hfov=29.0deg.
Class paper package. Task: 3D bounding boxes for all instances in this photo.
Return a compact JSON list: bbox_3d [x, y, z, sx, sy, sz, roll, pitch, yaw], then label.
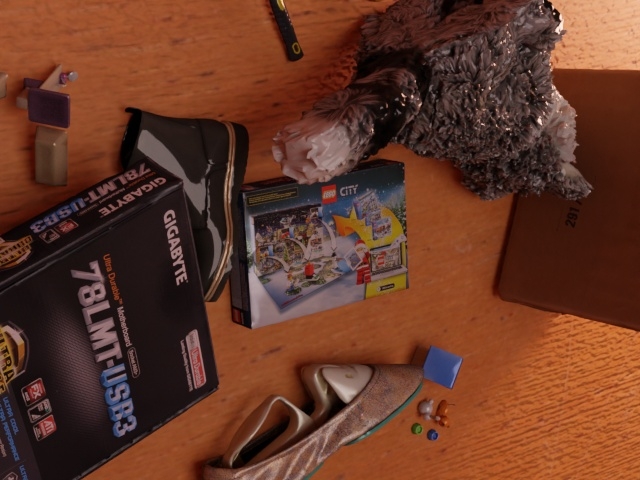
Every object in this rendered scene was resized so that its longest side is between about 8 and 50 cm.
[{"bbox_3d":[0.414,-0.044,1.580,0.168,0.309,0.324,12,90,-38],"label":"paper package"}]

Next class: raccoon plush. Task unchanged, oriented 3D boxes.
[{"bbox_3d":[0.129,-0.102,1.433,0.446,0.216,0.299,-34,122,-24],"label":"raccoon plush"}]

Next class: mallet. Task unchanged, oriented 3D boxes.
[{"bbox_3d":[-0.063,-0.279,1.354,0.062,0.039,0.189,-30,120,-30],"label":"mallet"}]

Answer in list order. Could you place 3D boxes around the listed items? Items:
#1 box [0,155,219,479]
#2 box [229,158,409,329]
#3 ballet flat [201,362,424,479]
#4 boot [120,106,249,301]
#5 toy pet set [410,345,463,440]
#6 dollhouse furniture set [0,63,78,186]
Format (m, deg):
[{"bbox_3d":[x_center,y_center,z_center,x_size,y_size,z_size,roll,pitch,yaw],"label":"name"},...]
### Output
[{"bbox_3d":[-0.246,0.106,1.213,0.293,0.073,0.295,-30,137,-28],"label":"box"},{"bbox_3d":[0.000,0.000,1.447,0.233,0.044,0.159,-12,106,-34],"label":"box"},{"bbox_3d":[-0.009,0.210,1.452,0.316,0.107,0.106,-36,105,-26],"label":"ballet flat"},{"bbox_3d":[-0.158,-0.038,1.314,0.137,0.077,0.197,10,80,-33],"label":"boot"},{"bbox_3d":[0.146,0.198,1.583,0.122,0.065,0.114,26,84,-38],"label":"toy pet set"},{"bbox_3d":[-0.281,-0.120,1.239,0.081,0.091,0.114,-70,170,-56],"label":"dollhouse furniture set"}]
